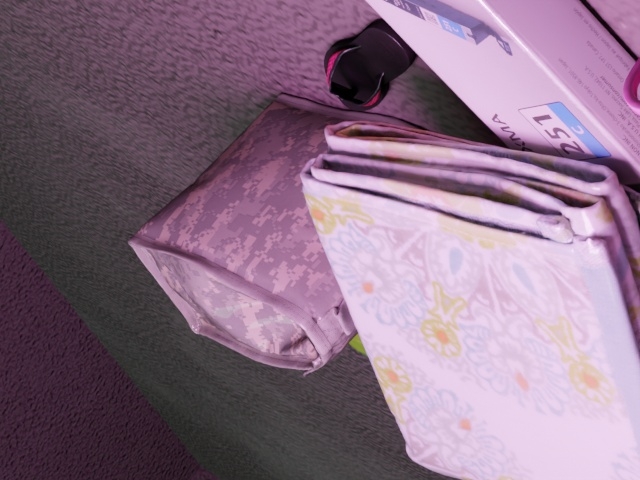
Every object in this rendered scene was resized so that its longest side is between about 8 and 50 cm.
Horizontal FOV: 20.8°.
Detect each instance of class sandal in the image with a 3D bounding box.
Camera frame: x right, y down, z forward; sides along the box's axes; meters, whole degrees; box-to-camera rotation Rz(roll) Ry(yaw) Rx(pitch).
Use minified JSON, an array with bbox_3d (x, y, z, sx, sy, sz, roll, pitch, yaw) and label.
[{"bbox_3d":[0.034,-0.148,1.540,0.067,0.040,0.179,40,164,-4],"label":"sandal"}]

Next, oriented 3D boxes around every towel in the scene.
[{"bbox_3d":[0.163,0.078,1.416,0.320,0.090,0.374,15,137,43],"label":"towel"}]

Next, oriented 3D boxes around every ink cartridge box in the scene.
[{"bbox_3d":[0.104,-0.156,1.326,0.296,0.066,0.261,44,163,-17],"label":"ink cartridge box"}]

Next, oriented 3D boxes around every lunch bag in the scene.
[{"bbox_3d":[0.000,0.000,1.662,0.287,0.235,0.169,18,148,53],"label":"lunch bag"}]

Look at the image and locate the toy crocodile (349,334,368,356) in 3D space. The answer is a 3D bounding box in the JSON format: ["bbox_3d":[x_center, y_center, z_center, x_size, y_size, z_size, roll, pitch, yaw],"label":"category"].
[{"bbox_3d":[0.119,0.115,1.935,0.105,0.115,0.340,21,158,34],"label":"toy crocodile"}]

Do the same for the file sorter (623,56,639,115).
[{"bbox_3d":[0.330,-0.036,0.941,0.290,0.182,0.202,49,161,-29],"label":"file sorter"}]
